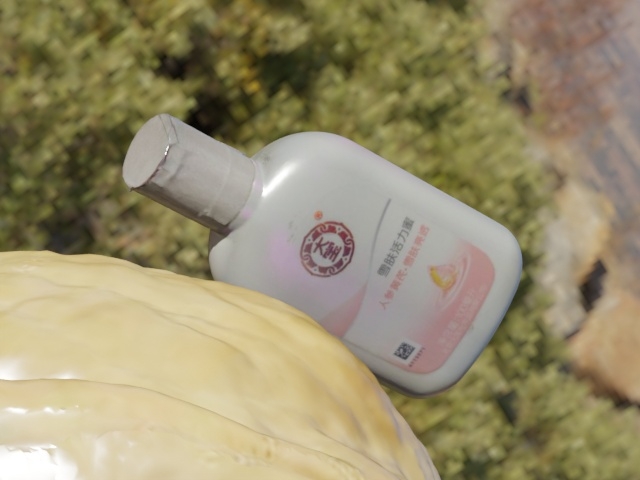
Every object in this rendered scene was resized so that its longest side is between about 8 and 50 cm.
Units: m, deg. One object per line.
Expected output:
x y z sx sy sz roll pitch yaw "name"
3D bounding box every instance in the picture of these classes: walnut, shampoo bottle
-0.093 0.138 0.671 0.277 0.313 0.252 -69 153 -69 "walnut"
0.000 0.000 0.761 0.165 0.080 0.040 28 8 -30 "shampoo bottle"
